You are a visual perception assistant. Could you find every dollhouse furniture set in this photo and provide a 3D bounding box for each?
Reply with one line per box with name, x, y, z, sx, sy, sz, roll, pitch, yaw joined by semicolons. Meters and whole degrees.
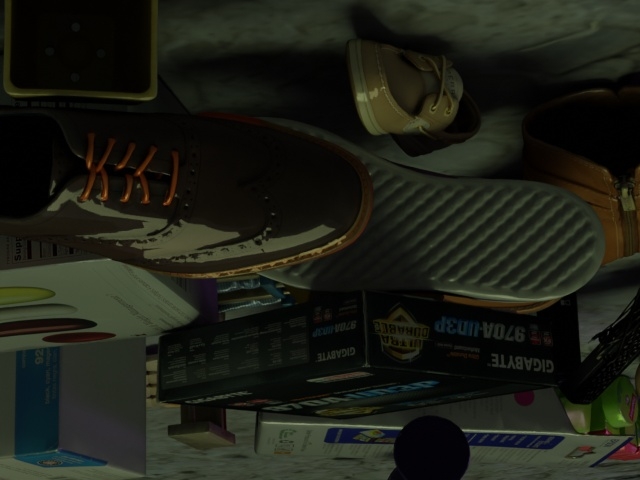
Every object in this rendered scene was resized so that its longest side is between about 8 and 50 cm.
dollhouse furniture set;-0.051;0.082;1.296;0.129;0.183;0.129;-7;162;14

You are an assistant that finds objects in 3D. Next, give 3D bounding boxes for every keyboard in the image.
keyboard;0.313;0.100;1.486;0.100;0.038;0.192;15;120;-48

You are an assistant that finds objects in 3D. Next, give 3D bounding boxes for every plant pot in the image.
plant pot;-0.135;-0.113;0.843;0.081;0.081;0.083;1;176;-11

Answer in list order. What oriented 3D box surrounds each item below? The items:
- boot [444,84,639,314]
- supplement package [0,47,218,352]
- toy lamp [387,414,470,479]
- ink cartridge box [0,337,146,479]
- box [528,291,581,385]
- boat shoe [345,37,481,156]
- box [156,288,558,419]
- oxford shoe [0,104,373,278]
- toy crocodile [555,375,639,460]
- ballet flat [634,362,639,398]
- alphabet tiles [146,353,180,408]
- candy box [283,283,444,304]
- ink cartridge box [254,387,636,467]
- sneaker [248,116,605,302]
boot;0.174;-0.027;1.112;0.283;0.109;0.220;-4;160;21
supplement package;-0.193;-0.020;1.009;0.203;0.149;0.194;-7;162;11
toy lamp;0.104;0.239;1.492;0.080;0.080;0.274;-2;162;-1
ink cartridge box;-0.318;0.158;1.530;0.233;0.168;0.171;-9;161;21
box;0.170;0.112;1.580;0.156;0.093;0.158;2;163;-15
boat shoe;0.063;-0.095;0.960;0.059;0.063;0.170;-11;170;18
box;0.022;0.082;1.022;0.175;0.051;0.220;11;162;-40
oxford shoe;-0.107;-0.028;0.833;0.271;0.097;0.098;3;180;3
toy crocodile;0.395;0.253;2.041;0.115;0.105;0.340;-14;160;32
ballet flat;0.440;0.185;1.885;0.073;0.080;0.232;2;169;44
alphabet tiles;-0.236;0.169;1.825;0.284;0.021;0.278;-1;162;-4
candy box;0.000;0.000;1.094;0.105;0.027;0.206;4;-157;-26
ink cartridge box;0.118;0.186;1.544;0.371;0.069;0.176;5;161;-3
sneaker;0.037;-0.013;1.011;0.282;0.102;0.161;14;-177;-2
